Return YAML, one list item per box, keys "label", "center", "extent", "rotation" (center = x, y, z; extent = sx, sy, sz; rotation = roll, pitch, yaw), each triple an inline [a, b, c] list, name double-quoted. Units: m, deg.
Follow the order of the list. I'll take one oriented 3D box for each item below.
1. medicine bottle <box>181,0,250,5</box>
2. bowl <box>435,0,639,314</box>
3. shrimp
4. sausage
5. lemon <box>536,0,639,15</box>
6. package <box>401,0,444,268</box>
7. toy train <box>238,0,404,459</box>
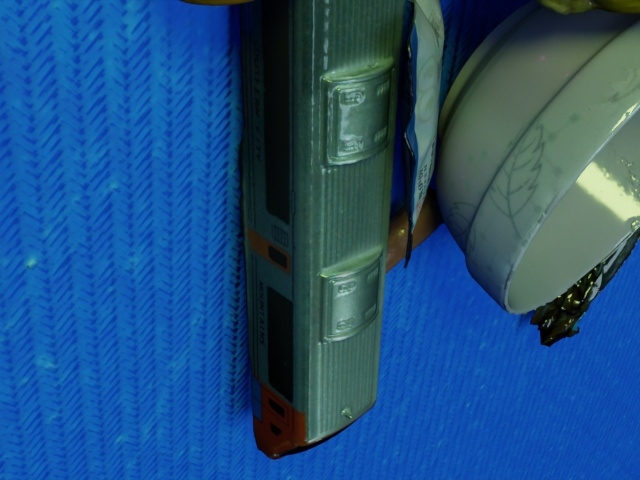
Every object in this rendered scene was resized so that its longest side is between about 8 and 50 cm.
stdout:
- label: "medicine bottle"
  center: [-0.061, -0.214, 0.384]
  extent: [0.096, 0.096, 0.192]
  rotation: [-38, 139, -20]
- label: "bowl"
  center: [0.199, -0.090, 0.667]
  extent: [0.287, 0.144, 0.287]
  rotation: [-34, 152, -20]
- label: "shrimp"
  center: [0.291, -0.015, 0.917]
  extent: [0.222, 0.054, 0.290]
  rotation: [15, 103, -50]
- label: "sausage"
  center: [0.051, 0.011, 0.710]
  extent: [0.158, 0.036, 0.042]
  rotation: [-41, 128, -15]
- label: "lemon"
  center: [0.194, -0.273, 0.467]
  extent: [0.293, 0.293, 0.293]
  rotation: [-26, 133, -31]
- label: "package"
  center: [0.070, -0.096, 0.586]
  extent: [0.173, 0.027, 0.171]
  rotation: [-71, 164, -51]
- label: "toy train"
  center: [0.000, 0.000, 0.586]
  extent: [0.086, 0.089, 0.409]
  rotation: [-21, 126, -34]
